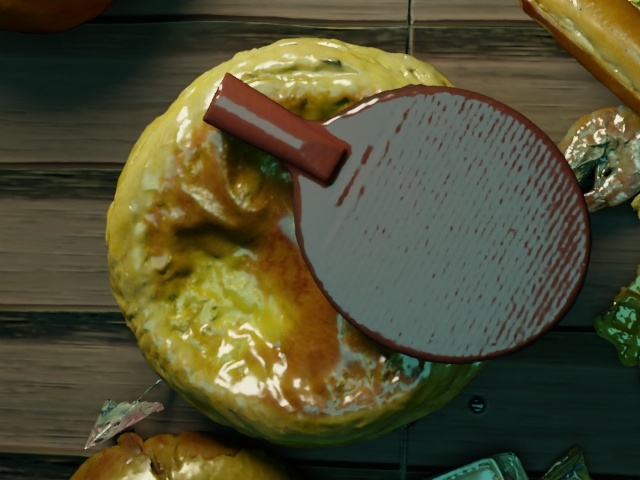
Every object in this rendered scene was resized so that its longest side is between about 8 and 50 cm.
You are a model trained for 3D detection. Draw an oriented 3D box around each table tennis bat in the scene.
[{"bbox_3d":[0.074,-0.041,1.619,0.414,0.051,0.268,29,95,-2],"label":"table tennis bat"}]

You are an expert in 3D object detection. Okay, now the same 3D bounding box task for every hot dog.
[{"bbox_3d":[0.330,-0.196,1.693,0.337,0.135,0.100,44,103,11],"label":"hot dog"}]

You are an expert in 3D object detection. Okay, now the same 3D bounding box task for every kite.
[{"bbox_3d":[-0.208,0.184,1.829,0.156,0.139,0.011,-44,114,-30],"label":"kite"}]

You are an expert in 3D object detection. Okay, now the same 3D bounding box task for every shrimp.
[{"bbox_3d":[0.282,-0.065,1.764,0.190,0.042,0.101,-45,76,13],"label":"shrimp"}]

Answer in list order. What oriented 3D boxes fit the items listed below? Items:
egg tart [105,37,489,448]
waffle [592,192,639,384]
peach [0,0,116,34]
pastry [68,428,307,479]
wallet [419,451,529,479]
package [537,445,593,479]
[{"bbox_3d":[0.000,0.000,1.737,0.443,0.178,0.443,0,96,4],"label":"egg tart"},{"bbox_3d":[0.426,0.044,1.761,0.291,0.051,0.291,1,97,8],"label":"waffle"},{"bbox_3d":[-0.307,-0.378,1.673,0.342,0.301,0.343,1,97,6],"label":"peach"},{"bbox_3d":[-0.144,0.375,1.800,0.356,0.164,0.356,-2,97,-13],"label":"pastry"},{"bbox_3d":[0.177,0.404,1.818,0.223,0.077,0.310,-24,93,21],"label":"wallet"},{"bbox_3d":[0.280,0.306,1.820,0.108,0.031,0.121,-38,92,11],"label":"package"}]
